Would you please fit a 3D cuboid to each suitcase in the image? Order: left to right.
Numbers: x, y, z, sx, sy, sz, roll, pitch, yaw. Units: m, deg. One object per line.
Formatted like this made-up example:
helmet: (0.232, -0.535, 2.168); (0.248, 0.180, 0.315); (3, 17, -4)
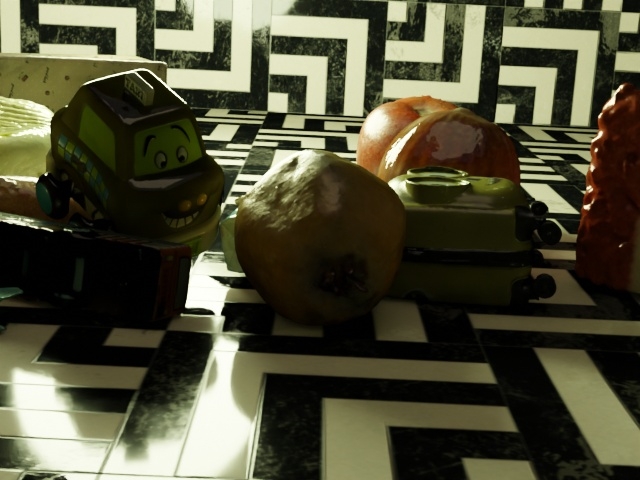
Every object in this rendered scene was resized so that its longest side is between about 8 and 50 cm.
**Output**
suitcase: (0.171, -0.011, 1.294); (0.235, 0.143, 0.194); (4, 14, 6)

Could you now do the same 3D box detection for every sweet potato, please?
sweet potato: (-0.363, -0.031, 1.375); (0.385, 0.109, 0.109); (7, 14, -1)

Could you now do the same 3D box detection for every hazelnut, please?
hazelnut: (0.185, -0.089, 1.494); (0.214, 0.214, 0.176); (5, -3, 8)

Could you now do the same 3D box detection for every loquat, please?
loquat: (0.000, 0.000, 1.156); (0.176, 0.187, 0.234); (25, 15, -35)

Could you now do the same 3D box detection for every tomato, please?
tomato: (0.161, -0.130, 1.684); (0.208, 0.184, 0.208); (4, 29, -2)

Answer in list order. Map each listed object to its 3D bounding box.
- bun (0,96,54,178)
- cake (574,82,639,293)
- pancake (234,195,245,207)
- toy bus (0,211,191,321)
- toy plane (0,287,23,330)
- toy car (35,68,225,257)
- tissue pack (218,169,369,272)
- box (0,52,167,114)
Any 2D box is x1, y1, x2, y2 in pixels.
bun: (-0.533, -0.129, 1.627); (0.259, 0.160, 0.259); (10, 28, -5)
cake: (0.527, -0.059, 1.310); (0.320, 0.270, 0.269); (15, 18, 35)
pancake: (-0.057, -0.057, 1.603); (0.158, 0.028, 0.158); (0, -7, 0)
toy bus: (-0.341, 0.018, 1.192); (0.409, 0.093, 0.092); (10, 8, 24)
toy plane: (-0.372, 0.082, 1.003); (0.096, 0.060, 0.235); (-5, 13, 30)
toy car: (-0.226, -0.106, 1.267); (0.204, 0.198, 0.248); (-21, 51, -36)
tissue pack: (-0.021, -0.029, 1.392); (0.177, 0.089, 0.263); (-10, 8, 9)
box: (-0.445, -0.222, 1.864); (0.297, 0.225, 0.190); (-2, 14, -23)
